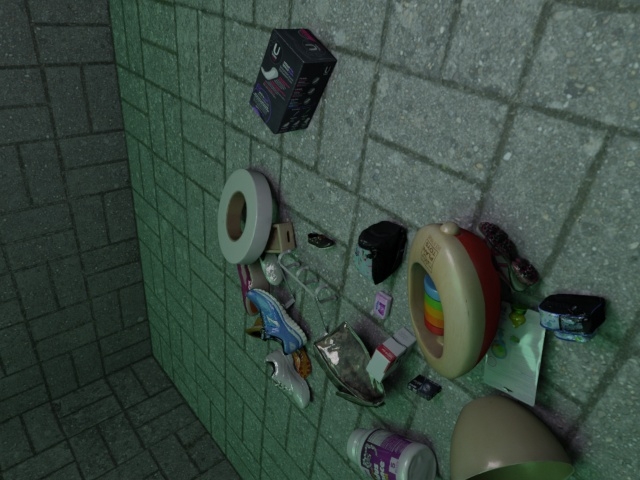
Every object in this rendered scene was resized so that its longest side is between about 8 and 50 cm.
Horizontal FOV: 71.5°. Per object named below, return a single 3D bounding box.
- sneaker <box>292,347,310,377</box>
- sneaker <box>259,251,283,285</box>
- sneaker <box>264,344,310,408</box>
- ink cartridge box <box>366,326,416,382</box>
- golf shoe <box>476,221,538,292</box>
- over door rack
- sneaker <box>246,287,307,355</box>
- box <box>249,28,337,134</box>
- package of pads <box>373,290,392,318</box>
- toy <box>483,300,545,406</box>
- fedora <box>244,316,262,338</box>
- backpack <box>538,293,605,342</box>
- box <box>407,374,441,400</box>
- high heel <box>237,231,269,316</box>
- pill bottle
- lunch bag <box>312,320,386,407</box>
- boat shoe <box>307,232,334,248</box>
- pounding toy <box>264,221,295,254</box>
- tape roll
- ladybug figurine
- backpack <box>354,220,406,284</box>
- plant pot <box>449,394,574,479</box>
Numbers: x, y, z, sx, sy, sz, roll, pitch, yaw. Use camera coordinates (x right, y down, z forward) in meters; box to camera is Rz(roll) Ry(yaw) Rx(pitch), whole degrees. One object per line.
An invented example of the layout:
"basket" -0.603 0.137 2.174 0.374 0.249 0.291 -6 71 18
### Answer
"sneaker" -0.086 0.510 1.930 0.067 0.064 0.175 168 88 -72
"sneaker" -0.215 0.075 1.863 0.086 0.085 0.238 149 106 -79
"sneaker" -0.153 0.626 1.997 0.297 0.129 0.111 57 139 14
"ink cartridge box" 0.224 0.356 1.393 0.063 0.150 0.109 39 133 28
"golf shoe" 0.427 0.043 1.066 0.186 0.067 0.086 57 142 15
"over door rack" -0.052 0.205 1.713 0.239 0.108 0.325 40 148 33
"sneaker" -0.207 0.339 1.858 0.330 0.147 0.130 47 160 13
"box" -0.093 -0.494 1.392 0.165 0.143 0.270 52 139 18
"package of pads" 0.202 0.209 1.447 0.050 0.031 0.083 35 131 38
"toy" 0.489 0.269 1.106 0.136 0.056 0.238 18 115 50
"fedora" -0.248 0.393 2.017 0.194 0.194 0.079 -32 44 52
"backpack" 0.536 0.166 0.958 0.114 0.104 0.084 5 111 50
"box" 0.323 0.458 1.386 0.083 0.067 0.018 21 122 45
"high heel" -0.323 0.149 2.001 0.181 0.127 0.378 28 117 43
"pill bottle" 0.235 0.757 1.549 0.301 0.169 0.170 -7 101 52
"lunch bag" 0.106 0.451 1.515 0.287 0.168 0.235 53 168 19
"boat shoe" -0.001 0.001 1.586 0.133 0.048 0.042 15 126 52
"pounding toy" -0.162 0.000 1.761 0.130 0.100 0.141 0 101 45
"tape roll" -0.315 -0.096 1.806 0.391 0.071 0.393 -9 79 55
"ladybug figurine" 0.331 0.143 1.099 0.305 0.161 0.450 -114 13 -51
"backpack" 0.170 0.039 1.335 0.115 0.151 0.182 42 147 39
"plant pot" 0.452 0.510 1.126 0.191 0.283 0.284 -96 21 -44
